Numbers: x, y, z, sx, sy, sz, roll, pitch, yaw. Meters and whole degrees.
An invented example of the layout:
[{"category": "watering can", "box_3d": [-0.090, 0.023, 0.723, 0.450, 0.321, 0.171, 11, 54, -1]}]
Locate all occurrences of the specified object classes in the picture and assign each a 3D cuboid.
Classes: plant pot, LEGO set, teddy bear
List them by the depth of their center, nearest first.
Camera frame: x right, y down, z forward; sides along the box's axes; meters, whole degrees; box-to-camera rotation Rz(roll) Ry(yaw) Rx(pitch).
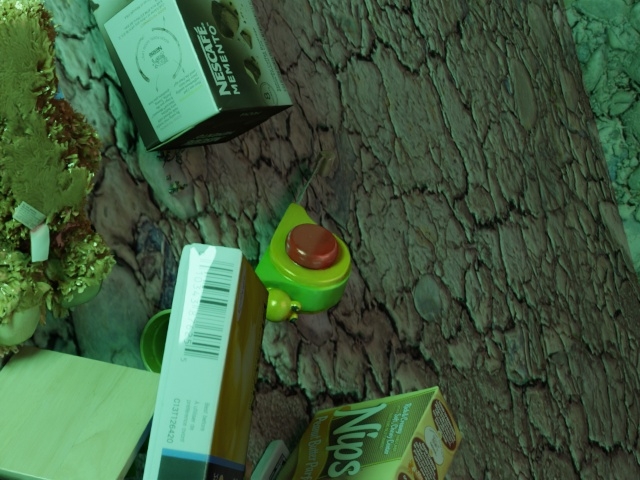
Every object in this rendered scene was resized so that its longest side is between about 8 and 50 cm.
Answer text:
[{"category": "teddy bear", "box_3d": [-0.296, -0.058, 1.179, 0.245, 0.113, 0.338, -47, 134, -31]}, {"category": "plant pot", "box_3d": [-0.149, 0.117, 1.413, 0.079, 0.083, 0.083, 1, 75, -71]}, {"category": "LEGO set", "box_3d": [-0.184, -0.098, 1.505, 0.054, 0.023, 0.083, 4, 86, -56]}]

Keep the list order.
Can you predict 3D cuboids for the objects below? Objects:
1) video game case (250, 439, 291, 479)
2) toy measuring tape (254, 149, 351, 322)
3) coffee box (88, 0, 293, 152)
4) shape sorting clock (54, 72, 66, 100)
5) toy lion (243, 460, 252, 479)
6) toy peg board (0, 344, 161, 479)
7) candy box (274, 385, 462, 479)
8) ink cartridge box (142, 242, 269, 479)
[{"category": "video game case", "box_3d": [-0.048, 0.366, 1.509, 0.173, 0.022, 0.190, 62, 32, -20]}, {"category": "toy measuring tape", "box_3d": [0.000, 0.000, 1.659, 0.121, 0.121, 0.330, 58, 34, -25]}, {"category": "coffee box", "box_3d": [-0.169, -0.266, 1.478, 0.168, 0.119, 0.297, -14, 81, -60]}, {"category": "shape sorting clock", "box_3d": [-0.323, -0.145, 1.272, 0.206, 0.040, 0.206, 32, 51, -49]}, {"category": "toy lion", "box_3d": [-0.095, 0.296, 1.376, 0.096, 0.034, 0.100, -97, -164, -55]}, {"category": "toy peg board", "box_3d": [-0.240, 0.191, 1.173, 0.161, 0.160, 0.079, -64, 161, -54]}, {"category": "candy box", "box_3d": [0.032, 0.304, 1.466, 0.088, 0.183, 0.316, 65, 31, -17]}, {"category": "ink cartridge box", "box_3d": [-0.106, 0.183, 1.261, 0.307, 0.072, 0.304, 60, 36, -76]}]
